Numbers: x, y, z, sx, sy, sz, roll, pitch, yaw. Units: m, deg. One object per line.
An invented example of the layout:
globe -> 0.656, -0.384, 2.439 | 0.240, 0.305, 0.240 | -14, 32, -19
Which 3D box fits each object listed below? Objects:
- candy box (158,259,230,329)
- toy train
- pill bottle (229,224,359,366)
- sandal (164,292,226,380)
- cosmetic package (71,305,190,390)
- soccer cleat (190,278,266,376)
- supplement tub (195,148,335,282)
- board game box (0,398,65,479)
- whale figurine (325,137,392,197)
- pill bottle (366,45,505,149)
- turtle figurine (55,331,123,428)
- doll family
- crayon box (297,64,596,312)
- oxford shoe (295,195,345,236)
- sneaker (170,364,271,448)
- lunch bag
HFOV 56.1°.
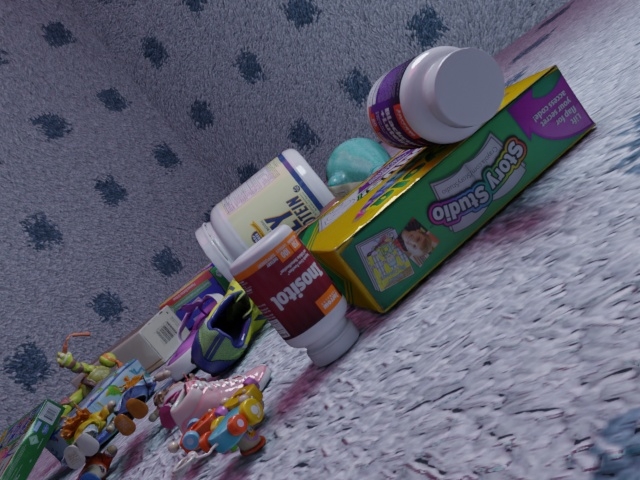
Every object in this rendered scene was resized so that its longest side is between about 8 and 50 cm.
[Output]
candy box -> -0.304, 0.114, 1.842 | 0.268, 0.122, 0.317 | -33, 10, 35
toy train -> -0.104, 0.207, 0.633 | 0.125, 0.046, 0.166 | -41, 5, -8
pill bottle -> -0.026, 0.064, 0.681 | 0.086, 0.152, 0.086 | -38, 8, 6
sandal -> -0.264, 0.175, 1.343 | 0.169, 0.102, 0.416 | -38, 9, 2
cosmetic package -> -0.526, 0.325, 1.672 | 0.309, 0.113, 0.160 | -36, 8, 26
soccer cleat -> -0.132, 0.116, 1.054 | 0.121, 0.093, 0.289 | -57, 3, 33
supplement tub -> -0.126, -0.048, 1.512 | 0.325, 0.235, 0.235 | -39, 7, 2
board game box -> -0.612, 0.470, 1.117 | 0.213, 0.046, 0.317 | -33, 27, 34
whale figurine -> 0.114, -0.180, 1.462 | 0.216, 0.141, 0.272 | -17, 12, -15
pill bottle -> 0.131, -0.165, 0.705 | 0.108, 0.108, 0.193 | -39, 12, -7
turtle figurine -> -0.524, 0.351, 1.396 | 0.087, 0.269, 0.217 | 12, 63, 32
doll family -> -0.310, 0.271, 0.932 | 0.263, 0.118, 0.163 | -40, 7, -12
crayon box -> 0.138, -0.065, 0.844 | 0.363, 0.106, 0.313 | -40, 8, -12
oxford shoe -> 0.000, 0.000, 1.299 | 0.212, 0.076, 0.076 | -48, 47, 4
sneaker -> -0.127, 0.187, 0.749 | 0.134, 0.070, 0.051 | -41, 6, -23
lunch bag -> -0.455, 0.353, 1.245 | 0.176, 0.090, 0.219 | -34, 9, 29
